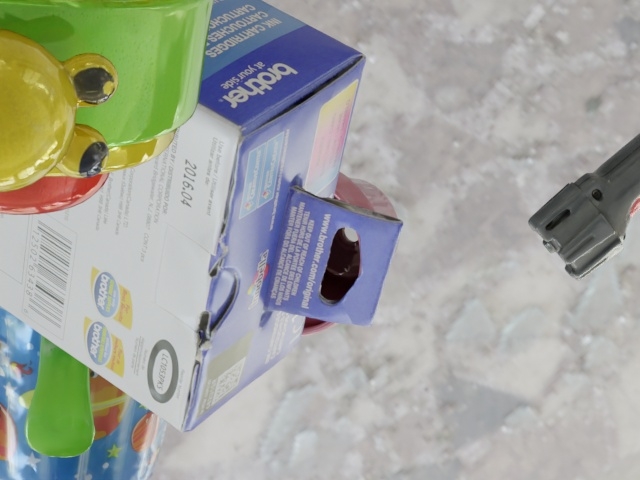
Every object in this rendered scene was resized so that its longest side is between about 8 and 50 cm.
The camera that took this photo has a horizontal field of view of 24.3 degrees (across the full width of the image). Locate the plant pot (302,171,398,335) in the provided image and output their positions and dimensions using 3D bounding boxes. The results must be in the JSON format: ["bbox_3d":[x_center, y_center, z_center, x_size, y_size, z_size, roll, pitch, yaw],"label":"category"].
[{"bbox_3d":[0.000,0.000,1.756,0.180,0.201,0.201,-18,137,-62],"label":"plant pot"}]

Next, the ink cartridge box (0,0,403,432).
[{"bbox_3d":[-0.136,-0.055,1.041,0.151,0.395,0.270,-36,150,-44],"label":"ink cartridge box"}]

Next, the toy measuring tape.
[{"bbox_3d":[-0.105,-0.096,0.503,0.121,0.330,0.121,-7,118,-13],"label":"toy measuring tape"}]

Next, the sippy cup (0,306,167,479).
[{"bbox_3d":[-0.233,0.121,1.432,0.305,0.240,0.224,-10,110,-58],"label":"sippy cup"}]

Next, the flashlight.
[{"bbox_3d":[0.353,-0.080,1.485,0.304,0.103,0.103,-41,174,3],"label":"flashlight"}]
